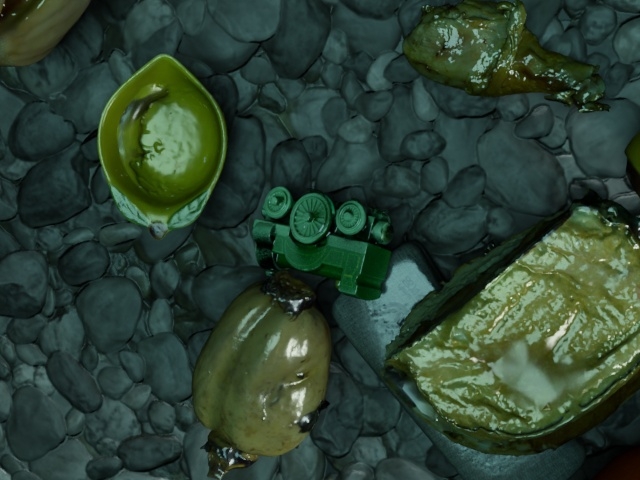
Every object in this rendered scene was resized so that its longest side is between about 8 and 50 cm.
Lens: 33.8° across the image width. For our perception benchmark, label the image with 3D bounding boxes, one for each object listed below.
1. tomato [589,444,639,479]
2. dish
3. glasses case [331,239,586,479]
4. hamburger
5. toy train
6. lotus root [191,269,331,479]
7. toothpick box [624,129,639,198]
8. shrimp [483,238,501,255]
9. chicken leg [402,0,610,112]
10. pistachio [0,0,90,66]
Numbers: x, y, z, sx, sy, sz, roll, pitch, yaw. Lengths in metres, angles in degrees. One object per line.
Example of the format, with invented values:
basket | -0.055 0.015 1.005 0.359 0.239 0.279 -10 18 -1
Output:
tomato | 0.388 0.357 1.044 0.321 0.321 0.322 2 100 12
dish | -0.172 -0.108 1.205 0.148 0.080 0.208 7 100 7
glasses case | 0.153 0.156 1.183 0.131 0.074 0.323 -40 89 14
hamburger | 0.230 0.101 1.068 0.309 0.132 0.211 -39 93 4
toy train | 0.000 0.000 1.164 0.178 0.071 0.105 12 88 38
lotus root | -0.061 0.149 1.187 0.154 0.140 0.257 31 120 14
toothpick box | 0.436 -0.114 1.028 0.271 0.175 0.175 -41 89 18
shrimp | 0.290 0.036 1.150 0.217 0.051 0.150 31 101 -2
chicken leg | 0.200 -0.196 1.107 0.227 0.088 0.103 16 89 12
pistachio | -0.328 -0.324 1.170 0.166 0.197 0.288 29 95 -38
